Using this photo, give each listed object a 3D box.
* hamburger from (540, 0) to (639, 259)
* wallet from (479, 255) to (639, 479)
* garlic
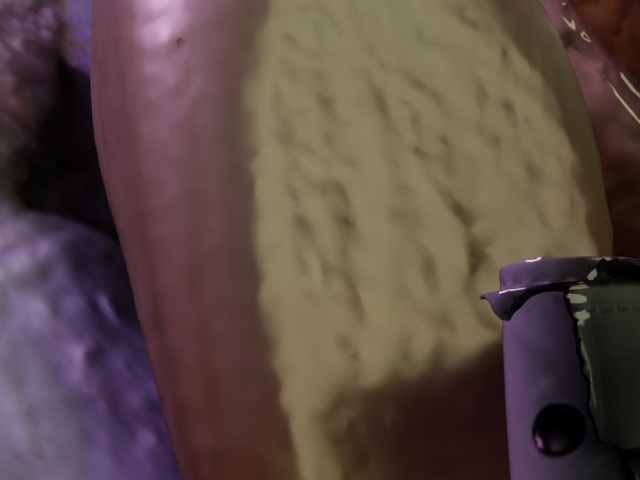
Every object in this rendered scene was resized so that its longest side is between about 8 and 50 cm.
[{"bbox_3d":[0.270,-0.029,0.742,0.445,0.268,0.287,14,47,-38],"label":"hamburger"},{"bbox_3d":[0.109,0.118,0.500,0.170,0.069,0.231,9,74,-51],"label":"wallet"},{"bbox_3d":[0.008,0.000,0.566,0.143,0.112,0.318,5,54,-24],"label":"garlic"}]
